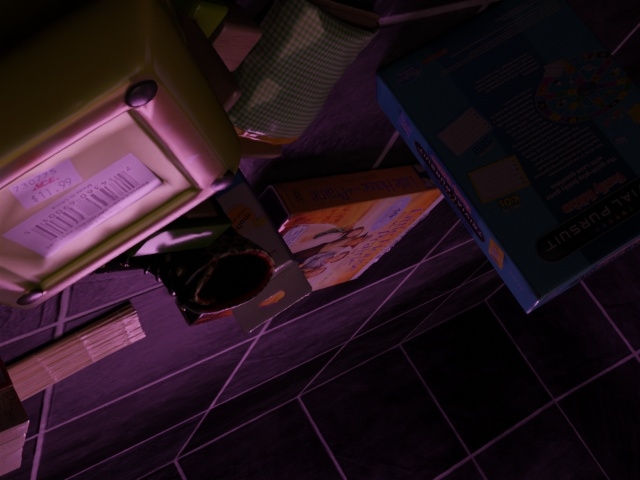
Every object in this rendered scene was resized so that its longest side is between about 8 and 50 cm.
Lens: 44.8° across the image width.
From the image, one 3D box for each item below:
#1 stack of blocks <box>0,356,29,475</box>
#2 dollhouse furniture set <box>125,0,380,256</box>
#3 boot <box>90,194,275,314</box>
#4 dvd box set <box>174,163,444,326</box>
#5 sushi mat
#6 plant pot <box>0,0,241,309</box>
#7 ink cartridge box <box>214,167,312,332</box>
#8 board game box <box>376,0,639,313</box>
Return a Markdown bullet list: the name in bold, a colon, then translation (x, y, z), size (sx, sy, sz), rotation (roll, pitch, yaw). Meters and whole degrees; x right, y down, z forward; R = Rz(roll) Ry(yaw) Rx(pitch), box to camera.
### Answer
- **stack of blocks**: translation (-0.427, 0.205, 0.913), size (0.087, 0.171, 0.297), rotation (-21, 160, -33)
- **dollhouse furniture set**: translation (-0.048, -0.115, 0.728), size (0.197, 0.151, 0.301), rotation (-43, 160, 32)
- **boot**: translation (-0.179, 0.012, 0.766), size (0.236, 0.178, 0.085), rotation (-13, 120, -29)
- **dvd box set**: translation (0.000, 0.000, 1.283), size (0.420, 0.062, 0.307), rotation (-12, 154, -48)
- **sushi mat**: translation (-0.415, 0.195, 1.167), size (0.316, 0.019, 0.151), rotation (-28, 163, -15)
- **plant pot**: translation (-0.183, -0.095, 0.456), size (0.228, 0.207, 0.227), rotation (-33, 163, -2)
- **ink cartridge box**: translation (-0.099, 0.009, 0.917), size (0.104, 0.181, 0.061), rotation (-33, 172, 2)
- **board game box**: translation (0.262, -0.121, 0.940), size (0.253, 0.336, 0.079), rotation (-30, 163, -6)
